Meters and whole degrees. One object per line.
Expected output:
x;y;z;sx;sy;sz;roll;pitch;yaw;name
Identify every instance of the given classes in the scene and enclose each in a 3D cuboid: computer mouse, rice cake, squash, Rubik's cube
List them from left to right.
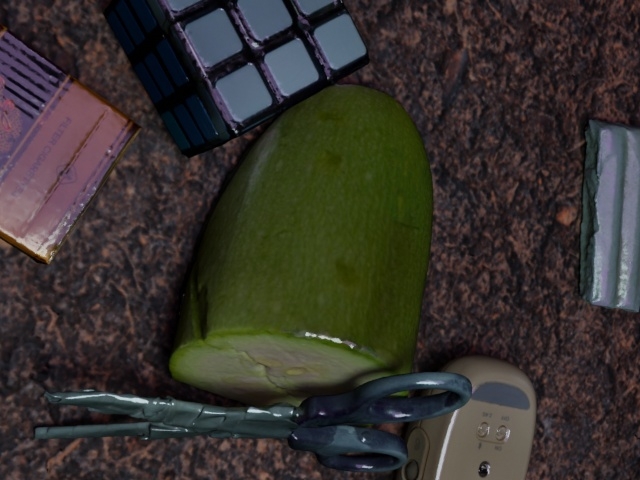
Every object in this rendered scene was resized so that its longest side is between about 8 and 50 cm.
-0.080;-0.184;0.900;0.163;0.162;0.161;-32;101;-21;Rubik's cube
0.000;0.000;1.012;0.233;0.210;0.309;23;55;-23;squash
0.156;0.240;1.087;0.145;0.082;0.237;12;90;-26;computer mouse
0.349;-0.028;1.185;0.085;0.040;0.226;1;92;-26;rice cake

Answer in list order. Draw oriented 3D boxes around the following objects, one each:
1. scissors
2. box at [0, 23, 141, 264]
-0.071;0.172;0.936;0.383;0.256;0.029;3;60;-12;scissors
-0.295;-0.104;0.861;0.237;0.070;0.152;37;77;-24;box
